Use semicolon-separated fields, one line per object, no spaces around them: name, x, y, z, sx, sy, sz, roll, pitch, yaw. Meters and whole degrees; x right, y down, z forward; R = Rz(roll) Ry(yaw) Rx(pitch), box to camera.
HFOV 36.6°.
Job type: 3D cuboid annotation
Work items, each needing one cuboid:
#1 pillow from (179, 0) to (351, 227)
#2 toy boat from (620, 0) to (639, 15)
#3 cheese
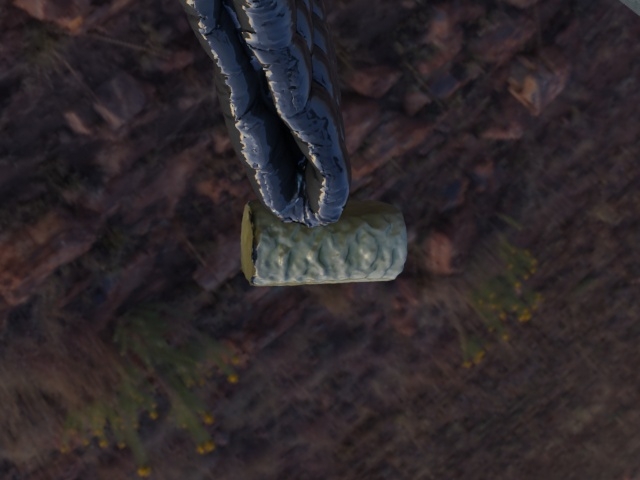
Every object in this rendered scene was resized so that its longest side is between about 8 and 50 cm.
pillow;-0.045;-0.186;0.788;0.101;0.228;0.326;-7;140;6
toy boat;0.162;-0.225;0.562;0.092;0.319;0.141;-46;168;-6
cheese;0.000;0.000;1.046;0.167;0.093;0.123;-2;-178;-12
